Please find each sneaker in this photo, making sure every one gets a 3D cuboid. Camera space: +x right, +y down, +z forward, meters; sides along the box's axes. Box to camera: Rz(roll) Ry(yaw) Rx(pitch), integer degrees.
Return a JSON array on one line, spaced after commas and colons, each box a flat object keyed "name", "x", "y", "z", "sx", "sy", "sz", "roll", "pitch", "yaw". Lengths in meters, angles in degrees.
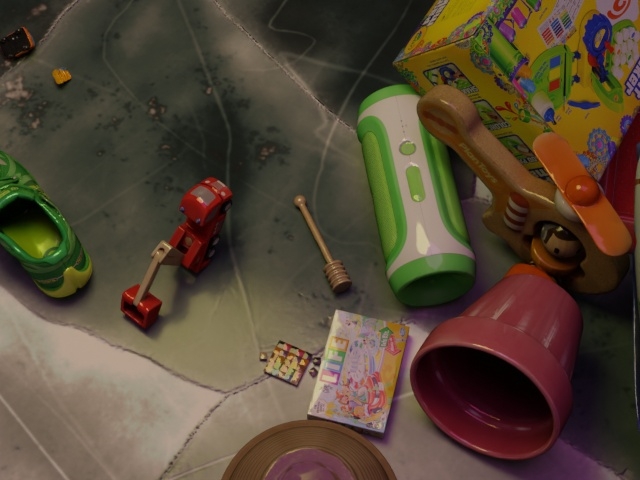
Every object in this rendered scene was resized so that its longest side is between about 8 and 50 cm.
[{"name": "sneaker", "x": -0.421, "y": -0.051, "z": 1.576, "sx": 0.295, "sy": 0.123, "sz": 0.109, "roll": 41, "pitch": 70, "yaw": 19}]

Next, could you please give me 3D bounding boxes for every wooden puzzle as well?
[{"name": "wooden puzzle", "x": -0.043, "y": 0.164, "z": 1.533, "sx": 0.083, "sy": 0.006, "sz": 0.049, "roll": 23, "pitch": 65, "yaw": 11}]

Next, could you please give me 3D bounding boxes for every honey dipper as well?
[{"name": "honey dipper", "x": 0.000, "y": 0.000, "z": 1.606, "sx": 0.030, "sy": 0.030, "sz": 0.160, "roll": -20, "pitch": 63, "yaw": -10}]

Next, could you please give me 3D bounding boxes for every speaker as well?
[{"name": "speaker", "x": 0.129, "y": -0.065, "z": 1.582, "sx": 0.131, "sy": 0.131, "sz": 0.296, "roll": -8, "pitch": 63, "yaw": -4}]

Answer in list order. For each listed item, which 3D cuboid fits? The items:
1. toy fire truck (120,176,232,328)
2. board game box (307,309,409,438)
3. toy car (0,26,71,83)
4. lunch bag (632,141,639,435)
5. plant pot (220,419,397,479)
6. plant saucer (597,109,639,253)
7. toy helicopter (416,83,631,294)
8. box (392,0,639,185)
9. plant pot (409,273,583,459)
[{"name": "toy fire truck", "x": -0.193, "y": 0.015, "z": 1.536, "sx": 0.047, "sy": 0.192, "sz": 0.135, "roll": 36, "pitch": 39, "yaw": 15}, {"name": "board game box", "x": 0.051, "y": 0.175, "z": 1.516, "sx": 0.103, "sy": 0.026, "sz": 0.154, "roll": 12, "pitch": 63, "yaw": 6}, {"name": "toy car", "x": -0.434, "y": -0.273, "z": 1.751, "sx": 0.122, "sy": 0.060, "sz": 0.040, "roll": 50, "pitch": 27, "yaw": 4}, {"name": "lunch bag", "x": 0.491, "y": 0.097, "z": 1.369, "sx": 0.239, "sy": 0.385, "sz": 0.327, "roll": -5, "pitch": 62, "yaw": 20}, {"name": "plant pot", "x": -0.014, "y": 0.322, "z": 1.395, "sx": 0.237, "sy": 0.109, "sz": 0.237, "roll": 0, "pitch": 62, "yaw": 0}, {"name": "plant saucer", "x": 0.513, "y": -0.094, "z": 1.649, "sx": 0.259, "sy": 0.047, "sz": 0.259, "roll": 11, "pitch": 62, "yaw": 5}, {"name": "toy helicopter", "x": 0.263, "y": -0.065, "z": 1.474, "sx": 0.355, "sy": 0.235, "sz": 0.140, "roll": 46, "pitch": 69, "yaw": -8}, {"name": "box", "x": 0.306, "y": -0.266, "z": 1.590, "sx": 0.279, "sy": 0.177, "sz": 0.290, "roll": 45, "pitch": 64, "yaw": -21}, {"name": "plant pot", "x": 0.240, "y": 0.145, "z": 1.451, "sx": 0.201, "sy": 0.201, "sz": 0.180, "roll": 29, "pitch": 51, "yaw": 14}]
